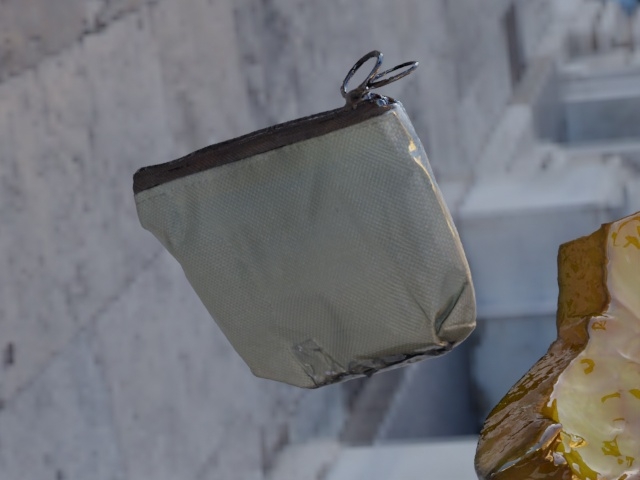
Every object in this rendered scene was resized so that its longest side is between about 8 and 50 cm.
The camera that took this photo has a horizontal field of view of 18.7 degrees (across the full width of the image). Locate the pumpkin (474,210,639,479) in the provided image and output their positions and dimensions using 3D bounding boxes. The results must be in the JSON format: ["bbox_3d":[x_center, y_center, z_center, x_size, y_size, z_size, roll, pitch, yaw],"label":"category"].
[{"bbox_3d":[0.230,0.096,1.169,0.095,0.290,0.258,-37,-149,54],"label":"pumpkin"}]

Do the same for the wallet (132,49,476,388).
[{"bbox_3d":[-0.002,0.000,1.726,0.068,0.335,0.275,-41,108,-50],"label":"wallet"}]
